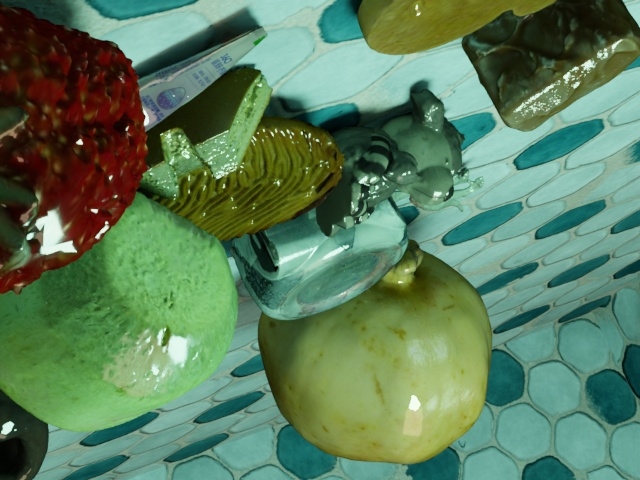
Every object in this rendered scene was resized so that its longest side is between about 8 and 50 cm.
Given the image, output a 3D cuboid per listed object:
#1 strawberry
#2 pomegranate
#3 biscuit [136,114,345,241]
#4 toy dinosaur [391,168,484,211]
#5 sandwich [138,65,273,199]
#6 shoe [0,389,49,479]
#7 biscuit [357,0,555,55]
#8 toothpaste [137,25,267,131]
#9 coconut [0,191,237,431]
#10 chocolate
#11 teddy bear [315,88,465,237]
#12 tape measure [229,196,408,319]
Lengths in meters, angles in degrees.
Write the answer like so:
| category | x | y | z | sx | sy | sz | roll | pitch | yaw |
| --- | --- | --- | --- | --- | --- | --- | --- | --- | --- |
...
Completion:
| category | x | y | z | sx | sy | sz | roll | pitch | yaw |
| --- | --- | --- | --- | --- | --- | --- | --- | --- | --- |
| strawberry | -0.306 | -0.075 | 1.310 | 0.292 | 0.292 | 0.343 | -28 | 176 | 14 |
| pomegranate | 0.094 | 0.165 | 2.425 | 0.412 | 0.411 | 0.411 | -23 | 164 | -7 |
| biscuit | -0.124 | -0.067 | 1.860 | 0.318 | 0.040 | 0.318 | -13 | 157 | -5 |
| toy dinosaur | 0.183 | -0.071 | 2.369 | 0.167 | 0.053 | 0.242 | -24 | 165 | 2 |
| sandwich | -0.158 | -0.113 | 1.664 | 0.244 | 0.088 | 0.090 | -23 | 160 | -3 |
| shoe | -0.491 | 0.261 | 2.109 | 0.171 | 0.237 | 0.384 | -19 | 163 | -18 |
| biscuit | 0.205 | -0.311 | 1.623 | 0.355 | 0.052 | 0.275 | -25 | 164 | 7 |
| toothpaste | -0.189 | -0.152 | 1.570 | 0.301 | 0.048 | 0.075 | -28 | 153 | 4 |
| coconut | -0.265 | 0.078 | 1.726 | 0.329 | 0.281 | 0.328 | -9 | 167 | -2 |
| chocolate | 0.277 | -0.240 | 1.794 | 0.214 | 0.148 | 0.093 | -34 | 156 | 23 |
| teddy bear | 0.108 | -0.112 | 1.973 | 0.251 | 0.144 | 0.171 | -23 | 150 | -15 |
| tape measure | 0.000 | 0.000 | 2.166 | 0.256 | 0.147 | 0.275 | -21 | 160 | -19 |
